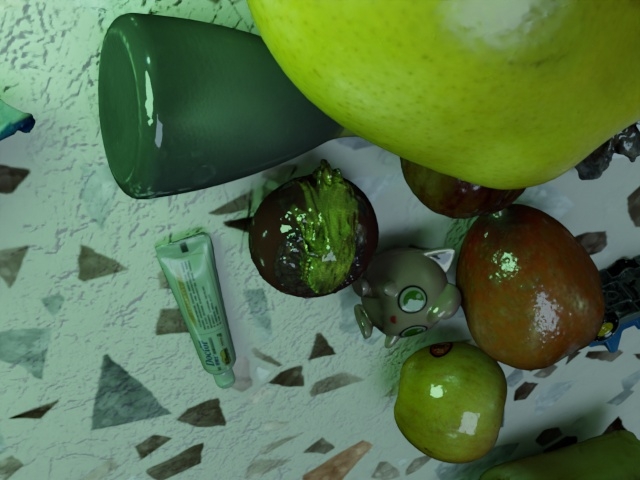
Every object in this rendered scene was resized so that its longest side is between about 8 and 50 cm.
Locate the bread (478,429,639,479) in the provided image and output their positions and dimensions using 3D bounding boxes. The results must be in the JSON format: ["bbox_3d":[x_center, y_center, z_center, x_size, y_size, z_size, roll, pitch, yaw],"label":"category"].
[{"bbox_3d":[0.401,0.490,1.597,0.341,0.210,0.301,-17,121,-9],"label":"bread"}]

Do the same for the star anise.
[{"bbox_3d":[0.372,-0.170,1.126,0.197,0.073,0.212,-40,134,15],"label":"star anise"}]

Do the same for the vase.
[{"bbox_3d":[-0.048,-0.138,0.919,0.321,0.173,0.173,-6,130,-28],"label":"vase"}]

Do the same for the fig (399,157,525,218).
[{"bbox_3d":[0.181,-0.156,1.002,0.170,0.145,0.274,-13,133,-33],"label":"fig"}]

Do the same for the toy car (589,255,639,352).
[{"bbox_3d":[0.437,0.103,1.364,0.191,0.097,0.100,-19,134,-8],"label":"toy car"}]

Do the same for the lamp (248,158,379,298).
[{"bbox_3d":[-0.004,0.003,1.060,0.156,0.135,0.157,-39,134,11],"label":"lamp"}]

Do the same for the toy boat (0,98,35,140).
[{"bbox_3d":[-0.377,-0.038,0.872,0.115,0.114,0.262,39,103,-28],"label":"toy boat"}]

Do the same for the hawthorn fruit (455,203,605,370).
[{"bbox_3d":[0.256,0.040,1.174,0.199,0.199,0.251,-28,120,0],"label":"hawthorn fruit"}]

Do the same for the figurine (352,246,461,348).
[{"bbox_3d":[0.111,0.069,1.175,0.138,0.125,0.125,-10,131,-9],"label":"figurine"}]

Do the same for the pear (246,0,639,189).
[{"bbox_3d":[0.112,-0.241,0.751,0.362,0.362,0.418,-39,104,10],"label":"pear"}]

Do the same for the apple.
[{"bbox_3d":[0.187,0.231,1.318,0.155,0.182,0.182,8,130,8],"label":"apple"}]

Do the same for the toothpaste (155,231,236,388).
[{"bbox_3d":[-0.143,0.095,1.143,0.067,0.037,0.255,-15,129,-4],"label":"toothpaste"}]
